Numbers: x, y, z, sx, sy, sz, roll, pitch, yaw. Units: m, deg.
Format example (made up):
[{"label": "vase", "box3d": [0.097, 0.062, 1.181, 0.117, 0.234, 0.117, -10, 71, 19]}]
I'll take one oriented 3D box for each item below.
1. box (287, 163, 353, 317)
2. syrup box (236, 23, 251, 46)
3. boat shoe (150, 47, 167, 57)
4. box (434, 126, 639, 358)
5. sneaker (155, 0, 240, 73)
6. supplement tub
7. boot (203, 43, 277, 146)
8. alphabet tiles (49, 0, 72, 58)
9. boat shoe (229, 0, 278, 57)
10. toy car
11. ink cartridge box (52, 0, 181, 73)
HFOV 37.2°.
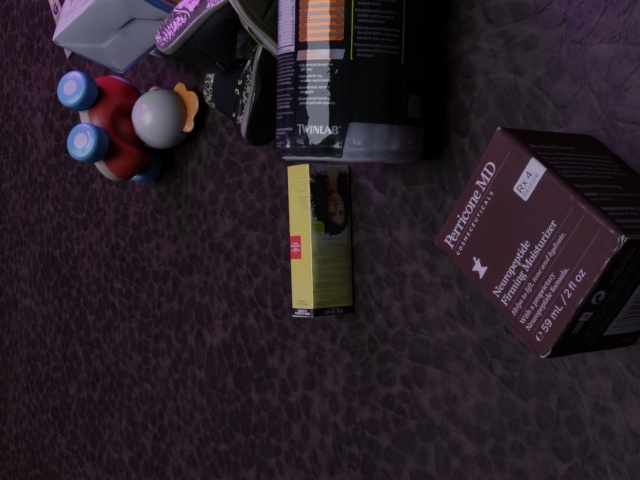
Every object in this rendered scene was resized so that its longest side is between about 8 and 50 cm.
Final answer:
[{"label": "box", "box3d": [0.000, 0.000, 1.464, 0.058, 0.087, 0.232, -1, 92, 51]}, {"label": "syrup box", "box3d": [-0.122, -0.424, 1.589, 0.237, 0.093, 0.096, -34, 66, 46]}, {"label": "boat shoe", "box3d": [-0.364, -0.445, 1.902, 0.228, 0.080, 0.076, 44, 118, 39]}, {"label": "box", "box3d": [0.274, 0.000, 1.060, 0.203, 0.167, 0.168, 50, 128, 37]}, {"label": "sneaker", "box3d": [-0.150, -0.362, 1.521, 0.222, 0.118, 0.083, -35, 57, 26]}, {"label": "supplement tub", "box3d": [0.043, -0.274, 1.302, 0.207, 0.207, 0.338, 7, 97, 51]}, {"label": "boot", "box3d": [-0.119, -0.297, 1.600, 0.178, 0.085, 0.236, 39, 119, 46]}, {"label": "alphabet tiles", "box3d": [-0.566, -0.571, 2.197, 0.237, 0.009, 0.198, -45, 57, 42]}, {"label": "boat shoe", "box3d": [-0.080, -0.346, 1.402, 0.103, 0.302, 0.113, 26, 71, 46]}, {"label": "toy car", "box3d": [-0.331, -0.242, 1.817, 0.238, 0.219, 0.210, -20, 73, 19]}, {"label": "ink cartridge box", "box3d": [-0.317, -0.538, 1.716, 0.270, 0.151, 0.395, -19, 56, 50]}]
